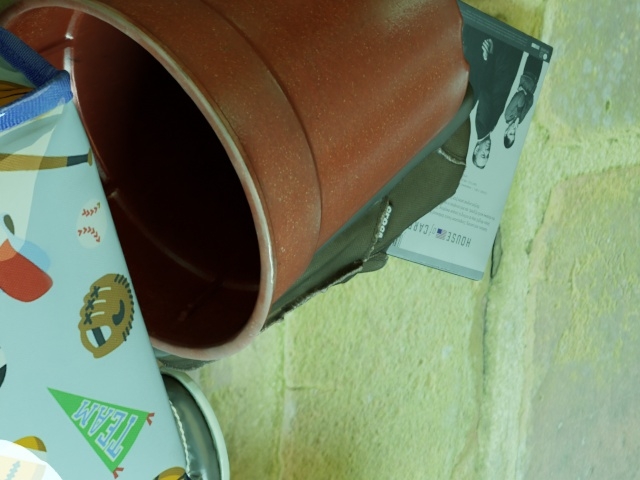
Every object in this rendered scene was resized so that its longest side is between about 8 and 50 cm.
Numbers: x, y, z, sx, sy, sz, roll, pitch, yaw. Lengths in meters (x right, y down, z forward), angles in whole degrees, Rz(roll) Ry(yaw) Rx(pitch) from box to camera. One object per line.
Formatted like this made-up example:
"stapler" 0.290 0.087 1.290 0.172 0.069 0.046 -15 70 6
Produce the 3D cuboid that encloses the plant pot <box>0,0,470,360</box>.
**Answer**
"plant pot" -0.049 -0.100 1.065 0.265 0.272 0.272 -37 126 -36

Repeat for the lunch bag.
"lunch bag" -0.304 0.083 0.899 0.385 0.239 0.328 -23 120 -20

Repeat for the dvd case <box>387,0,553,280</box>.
"dvd case" 0.125 -0.093 1.401 0.179 0.029 0.239 16 92 -46

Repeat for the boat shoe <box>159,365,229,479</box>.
"boat shoe" -0.121 0.212 1.217 0.068 0.081 0.228 -28 124 -40

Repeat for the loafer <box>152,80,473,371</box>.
"loafer" 0.000 0.000 1.222 0.366 0.134 0.130 -36 131 -22
